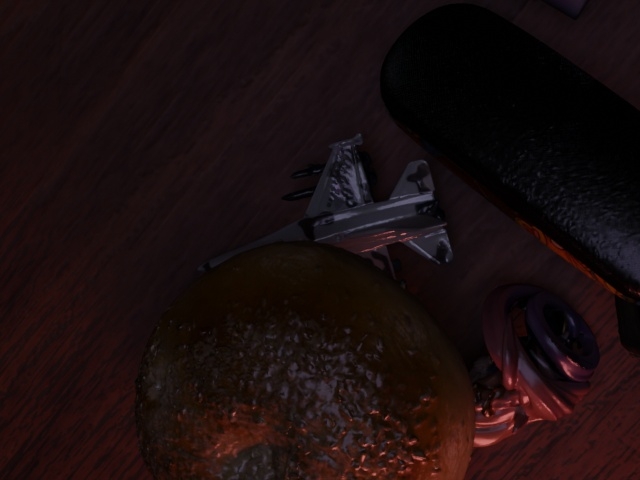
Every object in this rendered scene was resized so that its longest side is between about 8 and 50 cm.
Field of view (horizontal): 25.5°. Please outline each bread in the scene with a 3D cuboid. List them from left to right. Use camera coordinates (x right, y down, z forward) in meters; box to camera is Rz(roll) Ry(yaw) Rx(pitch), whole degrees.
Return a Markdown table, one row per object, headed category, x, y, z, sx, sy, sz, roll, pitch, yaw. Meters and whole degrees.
| category | x | y | z | sx | sy | sz | roll | pitch | yaw |
| --- | --- | --- | --- | --- | --- | --- | --- | --- | --- |
| bread | -0.023 | 0.152 | 1.158 | 0.306 | 0.159 | 0.305 | 11 | 117 | 22 |

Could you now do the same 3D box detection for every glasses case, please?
| category | x | y | z | sx | sy | sz | roll | pitch | yaw |
| --- | --- | --- | --- | --- | --- | --- | --- | --- | --- |
| glasses case | 0.186 | -0.073 | 1.131 | 0.321 | 0.082 | 0.122 | 40 | 83 | 21 |

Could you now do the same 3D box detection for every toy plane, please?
| category | x | y | z | sx | sy | sz | roll | pitch | yaw |
| --- | --- | --- | --- | --- | --- | --- | --- | --- | --- |
| toy plane | 0.010 | -0.006 | 1.213 | 0.234 | 0.082 | 0.160 | -10 | 105 | 25 |

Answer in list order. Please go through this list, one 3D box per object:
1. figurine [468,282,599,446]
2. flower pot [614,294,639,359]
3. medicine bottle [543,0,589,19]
| category | x | y | z | sx | sy | sz | roll | pitch | yaw |
| --- | --- | --- | --- | --- | --- | --- | --- | --- | --- |
| figurine | 0.159 | 0.118 | 1.177 | 0.157 | 0.126 | 0.114 | -54 | 46 | 10 |
| flower pot | 0.361 | 0.053 | 1.122 | 0.251 | 0.179 | 0.084 | -6 | 133 | 10 |
| medicine bottle | 0.146 | -0.259 | 1.131 | 0.188 | 0.119 | 0.094 | 33 | 102 | 5 |
